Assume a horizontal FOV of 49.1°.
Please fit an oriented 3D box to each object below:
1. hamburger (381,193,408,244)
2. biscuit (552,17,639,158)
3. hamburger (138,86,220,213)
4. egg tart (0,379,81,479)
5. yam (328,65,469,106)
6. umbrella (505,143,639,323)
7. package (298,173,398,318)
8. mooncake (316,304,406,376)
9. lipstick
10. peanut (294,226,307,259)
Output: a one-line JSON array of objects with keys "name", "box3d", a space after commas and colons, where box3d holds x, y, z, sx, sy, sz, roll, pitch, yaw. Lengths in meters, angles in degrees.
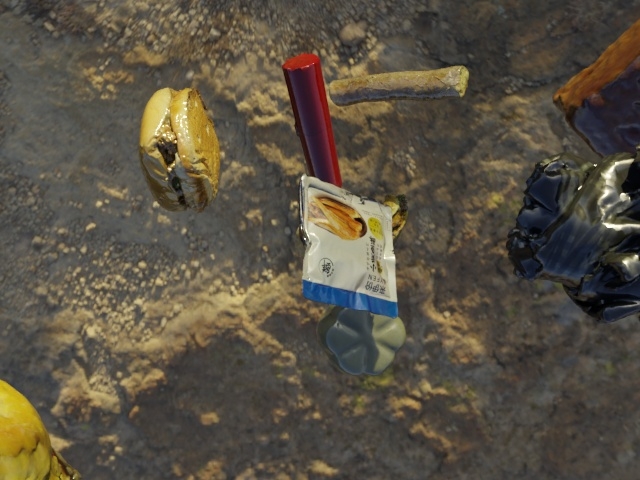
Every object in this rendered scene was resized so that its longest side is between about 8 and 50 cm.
[{"name": "hamburger", "box3d": [0.147, -0.025, 1.855, 0.129, 0.183, 0.206, 29, 134, 5]}, {"name": "biscuit", "box3d": [0.654, -0.250, 1.192, 0.342, 0.166, 0.395, 37, 123, -10]}, {"name": "hamburger", "box3d": [-0.352, -0.229, 1.785, 0.174, 0.284, 0.305, 2, 150, 1]}, {"name": "egg tart", "box3d": [-0.345, 0.190, 0.628, 0.294, 0.295, 0.116, 22, 94, -17]}, {"name": "yam", "box3d": [0.182, -0.373, 1.718, 0.356, 0.081, 0.081, 0, 122, 29]}, {"name": "umbrella", "box3d": [0.320, 0.027, 0.564, 0.336, 0.128, 0.154, 28, 88, 20]}, {"name": "package", "box3d": [0.040, 0.010, 0.936, 0.171, 0.173, 0.027, 17, 151, -39]}, {"name": "mooncake", "box3d": [0.126, 0.284, 2.129, 0.274, 0.135, 0.275, 0, 91, -12]}, {"name": "lipstick", "box3d": [-0.011, -0.214, 1.339, 0.073, 0.073, 0.280, -13, 127, 1]}, {"name": "peanut", "box3d": [0.000, 0.000, 1.548, 0.101, 0.263, 0.117, -9, 89, -15]}]
